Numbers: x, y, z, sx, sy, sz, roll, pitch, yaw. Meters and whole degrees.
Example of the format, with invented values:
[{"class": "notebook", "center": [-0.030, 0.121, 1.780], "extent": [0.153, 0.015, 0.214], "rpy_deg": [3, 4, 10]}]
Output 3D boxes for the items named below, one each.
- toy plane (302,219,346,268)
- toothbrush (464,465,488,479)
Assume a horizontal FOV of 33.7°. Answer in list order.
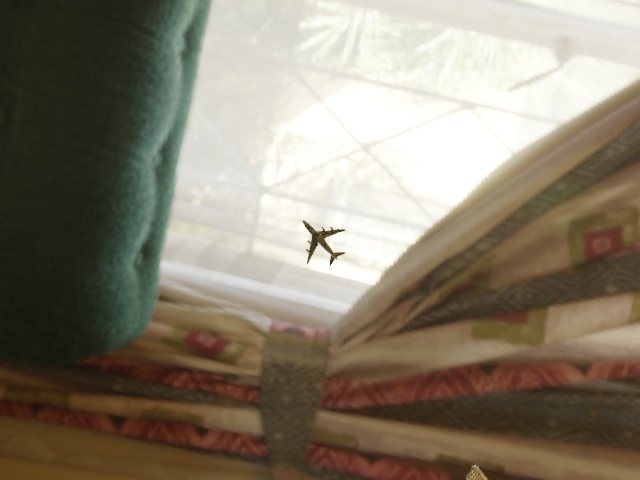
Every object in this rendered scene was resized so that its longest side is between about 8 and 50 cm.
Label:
[{"class": "toy plane", "center": [0.001, 0.001, 1.576], "extent": [0.078, 0.084, 0.024], "rpy_deg": [-42, -159, -4]}, {"class": "toothbrush", "center": [0.287, 0.424, 1.453], "extent": [0.025, 0.276, 0.019], "rpy_deg": [-39, -177, -32]}]
